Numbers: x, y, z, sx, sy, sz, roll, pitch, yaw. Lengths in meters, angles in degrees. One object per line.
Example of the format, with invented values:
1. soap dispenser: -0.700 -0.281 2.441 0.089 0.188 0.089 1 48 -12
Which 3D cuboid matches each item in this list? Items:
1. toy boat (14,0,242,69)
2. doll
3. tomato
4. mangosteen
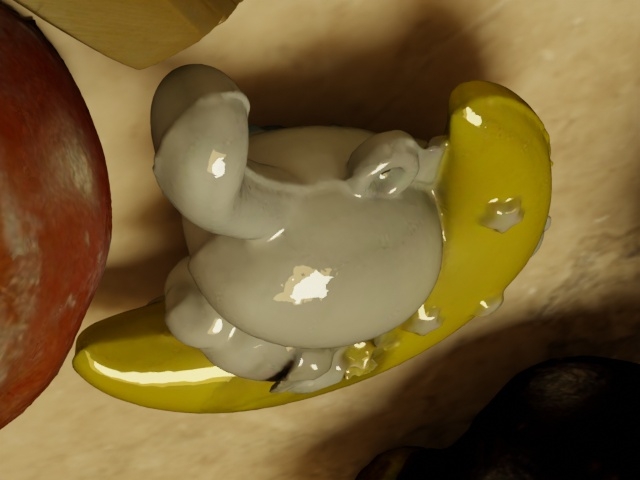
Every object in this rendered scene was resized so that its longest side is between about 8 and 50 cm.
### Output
1. toy boat: -0.094 -0.123 0.589 0.057 0.077 0.200 -23 149 23
2. doll: 0.000 0.000 0.768 0.252 0.111 0.237 -2 152 -33
3. tomato: -0.180 0.016 0.662 0.214 0.155 0.181 -40 144 20
4. mangosteen: 0.134 0.204 0.993 0.287 0.233 0.287 -37 -176 3
